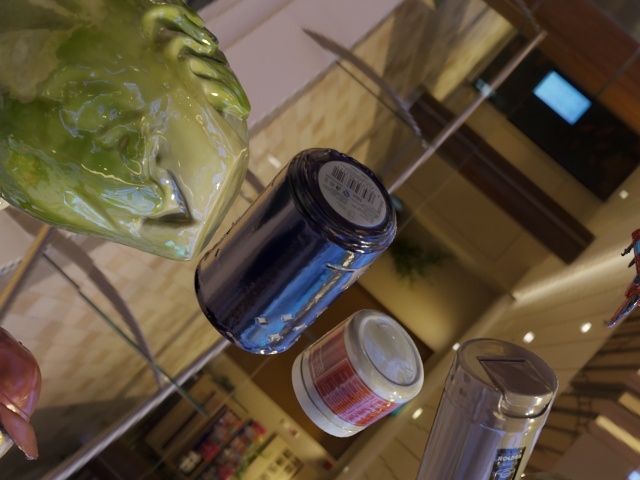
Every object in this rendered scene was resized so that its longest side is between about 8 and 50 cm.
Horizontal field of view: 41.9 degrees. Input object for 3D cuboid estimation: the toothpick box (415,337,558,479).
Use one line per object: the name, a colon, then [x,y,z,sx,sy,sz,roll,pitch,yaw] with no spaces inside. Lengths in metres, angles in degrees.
toothpick box: [0.175,0.206,0.900,0.111,0.111,0.180,-37,145,-59]

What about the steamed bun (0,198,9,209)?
steamed bun: [-0.484,-0.202,1.123,0.394,0.237,0.346,-25,-145,4]

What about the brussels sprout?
brussels sprout: [-0.223,-0.140,0.879,0.281,0.355,0.289,-48,171,-4]

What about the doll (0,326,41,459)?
doll: [-0.434,0.214,0.959,0.152,0.196,0.256,-21,-163,46]

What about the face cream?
face cream: [0.075,0.262,1.659,0.187,0.201,0.201,-40,179,32]

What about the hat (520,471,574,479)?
hat: [0.290,0.375,1.086,0.173,0.166,0.144,151,-58,-64]

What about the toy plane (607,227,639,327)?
toy plane: [0.488,0.056,1.238,0.189,0.130,0.061,-56,179,29]

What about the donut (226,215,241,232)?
donut: [-0.044,0.009,1.592,0.270,0.270,0.103,-37,130,-59]

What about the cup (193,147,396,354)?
cup: [-0.018,-0.011,1.133,0.256,0.178,0.255,-46,-171,38]
